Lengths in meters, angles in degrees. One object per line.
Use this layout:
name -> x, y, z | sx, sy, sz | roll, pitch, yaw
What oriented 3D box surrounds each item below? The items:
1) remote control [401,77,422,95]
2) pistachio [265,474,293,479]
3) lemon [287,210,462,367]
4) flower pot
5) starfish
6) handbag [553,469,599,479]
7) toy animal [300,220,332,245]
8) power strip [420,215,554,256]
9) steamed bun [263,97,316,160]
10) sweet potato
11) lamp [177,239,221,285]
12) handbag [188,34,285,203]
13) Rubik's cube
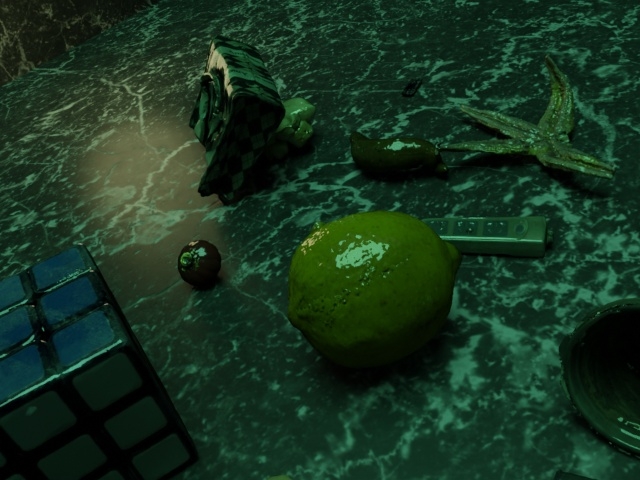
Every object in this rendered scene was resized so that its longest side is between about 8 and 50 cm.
remote control -> 0.273, -0.457, 1.843 | 0.039, 0.014, 0.096 | 8, 44, 27
pistachio -> -0.070, 0.399, 0.795 | 0.145, 0.117, 0.201 | -16, 36, 7
lemon -> 0.090, 0.076, 1.036 | 0.310, 0.258, 0.258 | -23, 38, -6
flower pot -> 0.465, 0.172, 0.851 | 0.235, 0.236, 0.140 | 14, 23, 33
starfish -> 0.483, -0.265, 1.435 | 0.383, 0.132, 0.398 | 7, 51, 23
handbag -> 0.335, 0.395, 0.701 | 0.175, 0.089, 0.270 | -2, 39, 29
toy animal -> -0.003, -0.001, 1.324 | 0.083, 0.070, 0.159 | -4, 34, 17
power strip -> 0.316, -0.010, 1.240 | 0.285, 0.048, 0.080 | 1, 39, 22
steamed bun -> -0.093, -0.308, 1.710 | 0.192, 0.106, 0.178 | -20, 41, 8
sweet potato -> 0.166, -0.209, 1.502 | 0.310, 0.098, 0.124 | 18, 27, 37
lamp -> -0.260, 0.049, 1.327 | 0.101, 0.090, 0.101 | -6, 77, 29
handbag -> -0.245, -0.319, 1.625 | 0.180, 0.317, 0.416 | 14, 29, -26
Rubik's cube -> -0.418, 0.241, 0.964 | 0.301, 0.304, 0.305 | -29, 38, -16
